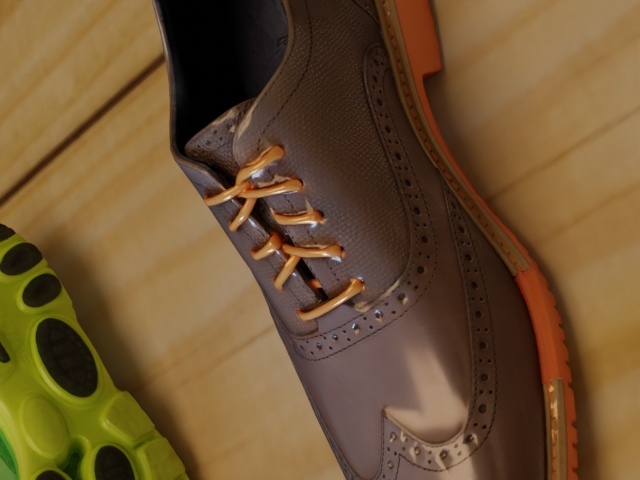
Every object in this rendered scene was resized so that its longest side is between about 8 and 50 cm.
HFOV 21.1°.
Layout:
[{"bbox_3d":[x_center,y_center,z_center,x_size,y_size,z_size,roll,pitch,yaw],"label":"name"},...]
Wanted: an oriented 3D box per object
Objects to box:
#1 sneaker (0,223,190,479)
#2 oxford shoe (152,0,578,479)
[{"bbox_3d":[-0.146,0.125,0.907,0.295,0.109,0.123,61,147,25],"label":"sneaker"},{"bbox_3d":[0.000,0.000,0.746,0.130,0.132,0.364,-35,65,34],"label":"oxford shoe"}]
